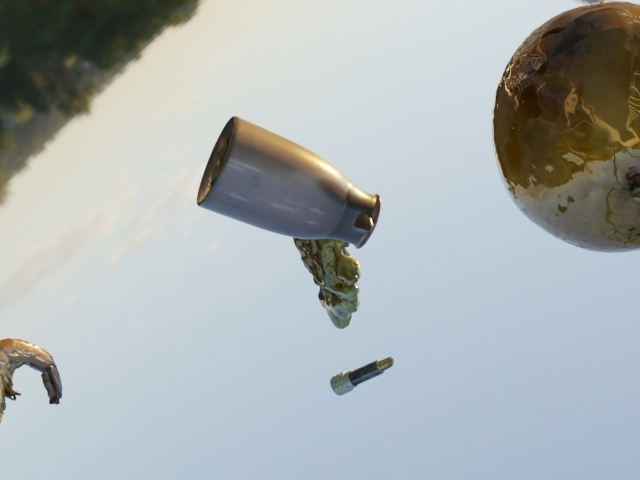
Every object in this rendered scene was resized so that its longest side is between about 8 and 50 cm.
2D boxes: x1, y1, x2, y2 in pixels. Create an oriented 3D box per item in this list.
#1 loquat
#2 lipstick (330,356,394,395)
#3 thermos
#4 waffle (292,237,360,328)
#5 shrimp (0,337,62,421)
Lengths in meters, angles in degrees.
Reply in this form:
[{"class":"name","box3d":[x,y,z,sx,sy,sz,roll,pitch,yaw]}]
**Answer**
[{"class":"loquat","box3d":[0.307,-0.116,1.362,0.263,0.263,0.263,-39,-168,10]},{"class":"lipstick","box3d":[0.071,0.219,2.168,0.116,0.037,0.037,-26,-162,28]},{"class":"thermos","box3d":[-0.029,-0.056,1.451,0.137,0.193,0.105,-133,-116,-74]},{"class":"waffle","box3d":[-0.003,0.001,1.749,0.054,0.223,0.204,-18,162,-8]},{"class":"shrimp","box3d":[-0.278,0.152,1.189,0.025,0.091,0.127,-3,-110,51]}]
